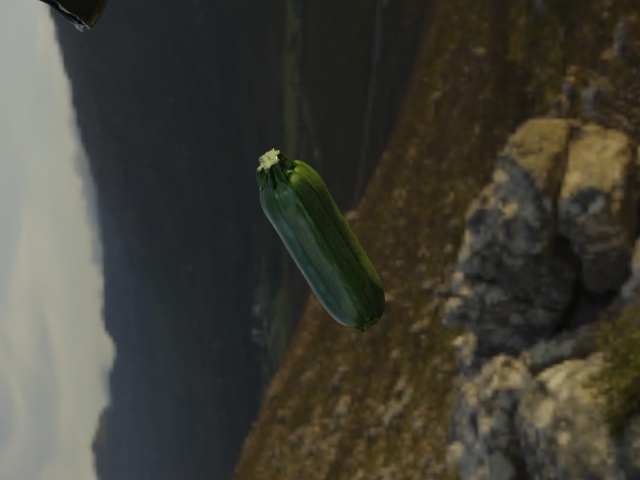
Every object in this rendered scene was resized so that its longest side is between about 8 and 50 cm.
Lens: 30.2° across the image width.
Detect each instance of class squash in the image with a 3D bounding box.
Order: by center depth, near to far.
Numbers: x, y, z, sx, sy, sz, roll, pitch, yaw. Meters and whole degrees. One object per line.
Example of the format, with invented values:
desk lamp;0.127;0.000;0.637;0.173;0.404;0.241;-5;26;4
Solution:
squash;0.000;0.000;1.231;0.219;0.068;0.077;58;-166;-21

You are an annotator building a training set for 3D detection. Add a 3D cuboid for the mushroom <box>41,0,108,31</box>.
mushroom;-0.213;-0.235;0.875;0.141;0.117;0.188;44;180;21
